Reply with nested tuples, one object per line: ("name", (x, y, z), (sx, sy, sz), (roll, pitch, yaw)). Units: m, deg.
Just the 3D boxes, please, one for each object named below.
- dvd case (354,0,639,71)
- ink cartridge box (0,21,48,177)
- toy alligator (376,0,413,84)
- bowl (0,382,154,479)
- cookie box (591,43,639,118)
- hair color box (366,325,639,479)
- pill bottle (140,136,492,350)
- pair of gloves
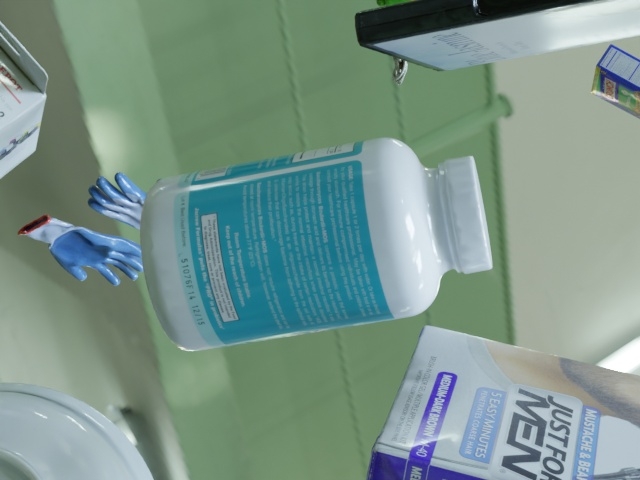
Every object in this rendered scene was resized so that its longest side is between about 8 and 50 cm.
("dvd case", (0.164, -0.134, 0.713), (0.253, 0.180, 0.022), (-8, -89, 20))
("ink cartridge box", (-0.291, -0.126, 1.057), (0.104, 0.061, 0.181), (47, -22, 0))
("toy alligator", (0.070, -0.224, 1.085), (0.056, 0.051, 0.189), (-104, -155, -55))
("bowl", (-0.277, 0.247, 1.015), (0.298, 0.298, 0.134), (55, -13, 15))
("cookie box", (0.418, -0.203, 1.663), (0.107, 0.040, 0.092), (33, -10, 16))
("hair color box", (0.211, 0.178, 0.880), (0.339, 0.185, 0.110), (14, -64, 10))
("pill bottle", (0.000, 0.000, 1.002), (0.146, 0.264, 0.146), (-10, 90, -80))
("pair of gloves", (-0.228, -0.010, 1.398), (0.159, 0.198, 0.023), (32, 41, -45))
